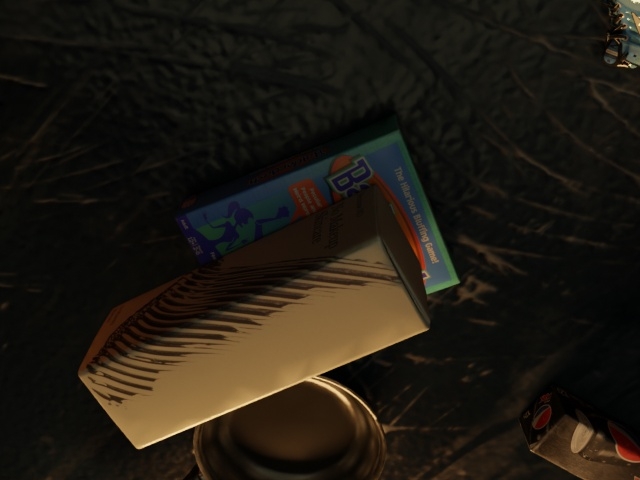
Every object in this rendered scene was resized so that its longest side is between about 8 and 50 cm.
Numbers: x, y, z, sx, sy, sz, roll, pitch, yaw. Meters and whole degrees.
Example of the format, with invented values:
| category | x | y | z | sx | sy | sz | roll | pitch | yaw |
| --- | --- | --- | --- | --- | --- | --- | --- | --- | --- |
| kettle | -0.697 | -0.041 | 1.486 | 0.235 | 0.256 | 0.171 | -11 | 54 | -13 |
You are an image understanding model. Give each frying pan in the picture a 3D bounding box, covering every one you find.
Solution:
| category | x | y | z | sx | sy | sz | roll | pitch | yaw |
| --- | --- | --- | --- | --- | --- | --- | --- | --- | --- |
| frying pan | -0.070 | 0.253 | 0.834 | 0.197 | 0.053 | 0.326 | 35 | 114 | -15 |

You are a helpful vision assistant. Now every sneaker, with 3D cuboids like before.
| category | x | y | z | sx | sy | sz | roll | pitch | yaw |
| --- | --- | --- | --- | --- | --- | --- | --- | --- | --- |
| sneaker | 0.248 | -0.169 | 0.613 | 0.073 | 0.063 | 0.162 | -40 | 109 | 22 |

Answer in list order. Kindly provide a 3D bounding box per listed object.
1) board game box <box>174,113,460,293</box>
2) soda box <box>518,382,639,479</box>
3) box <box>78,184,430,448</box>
| category | x | y | z | sx | sy | sz | roll | pitch | yaw |
| --- | --- | --- | --- | --- | --- | --- | --- | --- | --- |
| board game box | 0.000 | 0.000 | 0.709 | 0.210 | 0.047 | 0.160 | -21 | 114 | 11 |
| soda box | 0.293 | 0.217 | 0.808 | 0.169 | 0.053 | 0.060 | 29 | 113 | -13 |
| box | -0.054 | 0.065 | 0.655 | 0.275 | 0.113 | 0.094 | -26 | 112 | 13 |
